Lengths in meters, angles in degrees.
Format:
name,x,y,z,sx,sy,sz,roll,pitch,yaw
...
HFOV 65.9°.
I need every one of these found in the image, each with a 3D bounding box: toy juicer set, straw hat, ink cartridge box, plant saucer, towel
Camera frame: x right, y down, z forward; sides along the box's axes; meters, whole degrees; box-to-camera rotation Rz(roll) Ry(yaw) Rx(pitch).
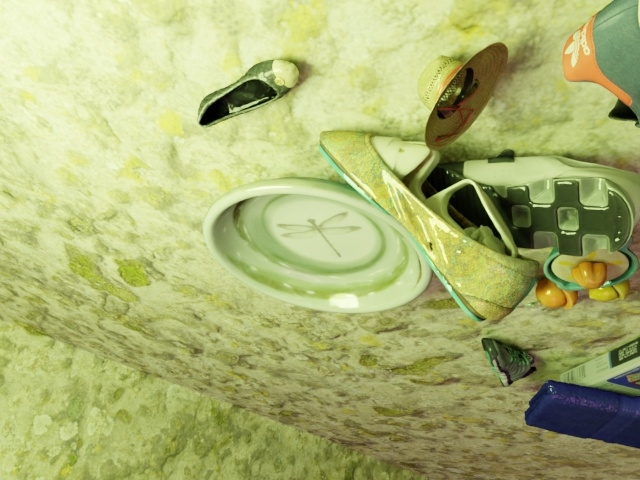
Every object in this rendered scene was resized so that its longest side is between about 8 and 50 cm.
name,x,y,z,sx,sy,sz,roll,pitch,yaw
toy juicer set,0.464,0.052,0.807,0.209,0.089,0.329,28,144,-22
straw hat,0.148,-0.180,0.582,0.061,0.144,0.144,46,156,24
ink cartridge box,0.787,0.330,1.145,0.307,0.072,0.304,13,146,-5
plant saucer,0.000,0.000,0.873,0.400,0.101,0.400,10,148,6
towel,0.675,0.413,1.191,0.308,0.076,0.228,8,141,10

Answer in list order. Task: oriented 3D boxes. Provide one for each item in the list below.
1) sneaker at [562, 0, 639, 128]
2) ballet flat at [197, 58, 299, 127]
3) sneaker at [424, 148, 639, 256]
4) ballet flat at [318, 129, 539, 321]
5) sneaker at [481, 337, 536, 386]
name,x,y,z,sx,sy,sz,roll,pitch,yaw
sneaker,0.402,-0.156,0.505,0.350,0.131,0.148,19,168,-20
ballet flat,-0.098,-0.192,0.663,0.173,0.049,0.057,-15,139,35
sneaker,0.263,-0.059,0.682,0.330,0.146,0.122,14,123,43
ballet flat,0.138,-0.056,0.640,0.348,0.123,0.123,51,155,21
sneaker,0.456,0.277,1.186,0.098,0.083,0.224,-25,140,15
